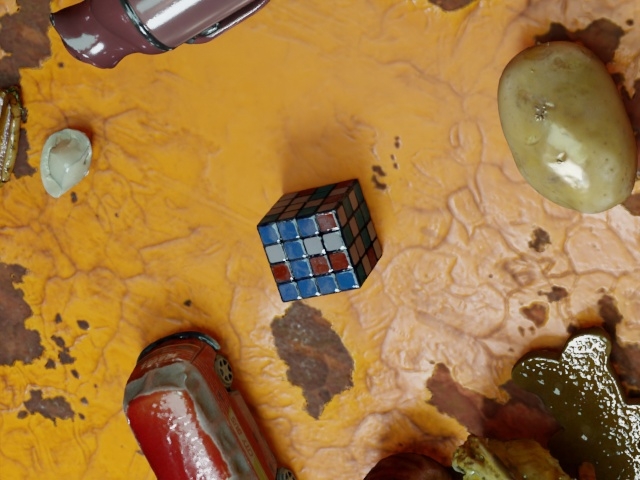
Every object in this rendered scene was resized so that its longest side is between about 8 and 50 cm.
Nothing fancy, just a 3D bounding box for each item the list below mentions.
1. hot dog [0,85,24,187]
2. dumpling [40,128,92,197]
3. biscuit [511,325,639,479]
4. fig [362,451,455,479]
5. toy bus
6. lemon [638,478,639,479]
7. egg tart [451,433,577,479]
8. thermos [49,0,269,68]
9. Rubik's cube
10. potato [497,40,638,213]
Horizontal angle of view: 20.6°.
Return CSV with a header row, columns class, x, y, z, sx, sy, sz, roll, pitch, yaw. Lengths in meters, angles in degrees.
class,x,y,z,sx,sy,sz,roll,pitch,yaw
hot dog,-0.352,-0.114,1.944,0.049,0.037,0.122,26,113,19
dumpling,-0.281,-0.091,1.926,0.059,0.043,0.077,40,136,18
biscuit,0.295,0.190,1.855,0.138,0.031,0.205,-30,99,31
fig,0.083,0.290,1.921,0.150,0.128,0.128,12,115,20
toy bus,-0.126,0.238,1.966,0.121,0.120,0.265,-20,105,23
lemon,0.434,0.296,1.733,0.284,0.260,0.260,-35,99,-2
egg tart,0.228,0.276,1.839,0.090,0.212,0.212,-39,97,-2
thermos,-0.113,-0.269,1.749,0.330,0.136,0.109,-28,88,20
Rubik's cube,0.000,0.000,1.839,0.092,0.092,0.092,-12,108,22
potato,0.238,-0.109,1.706,0.118,0.109,0.178,-16,102,46
